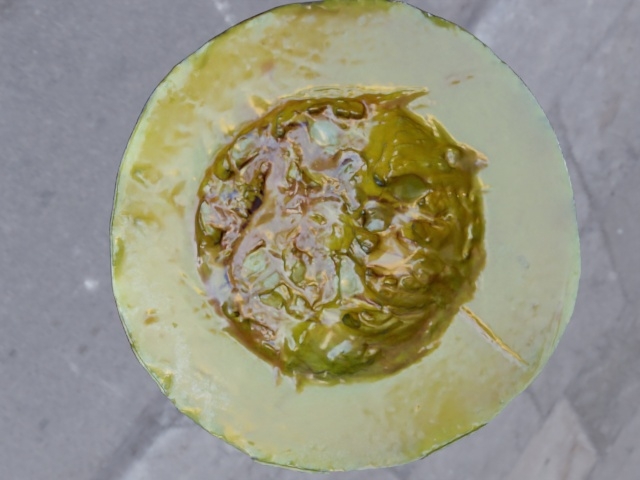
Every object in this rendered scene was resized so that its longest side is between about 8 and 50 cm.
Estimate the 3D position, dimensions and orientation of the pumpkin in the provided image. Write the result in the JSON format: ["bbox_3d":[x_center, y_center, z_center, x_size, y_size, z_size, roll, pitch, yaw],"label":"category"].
[{"bbox_3d":[0.003,-0.006,0.576,0.218,0.110,0.217,-1,97,-11],"label":"pumpkin"}]
